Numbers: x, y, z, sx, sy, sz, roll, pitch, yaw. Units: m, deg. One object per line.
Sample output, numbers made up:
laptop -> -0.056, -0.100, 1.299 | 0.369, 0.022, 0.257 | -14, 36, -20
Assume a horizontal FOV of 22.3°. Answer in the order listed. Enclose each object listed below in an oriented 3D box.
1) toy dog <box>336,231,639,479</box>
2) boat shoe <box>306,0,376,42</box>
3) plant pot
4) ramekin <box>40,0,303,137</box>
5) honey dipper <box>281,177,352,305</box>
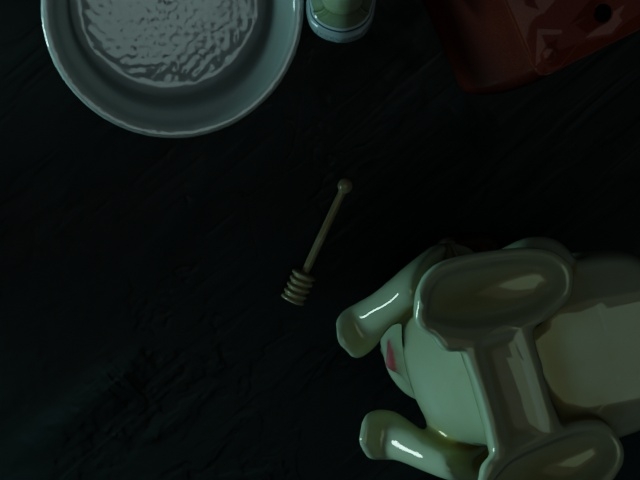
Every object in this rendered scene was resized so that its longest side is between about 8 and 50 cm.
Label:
toy dog -> 0.204, 0.100, 1.782 | 0.395, 0.408, 0.285 | -28, 99, -14
boat shoe -> 0.034, -0.360, 1.724 | 0.109, 0.094, 0.302 | 2, 70, -7
plant pot -> 0.251, -0.313, 1.765 | 0.267, 0.236, 0.267 | -27, 107, -1
ramekin -> -0.163, -0.259, 1.768 | 0.277, 0.135, 0.277 | -2, 105, -8
honey dipper -> 0.000, 0.000, 1.919 | 0.030, 0.030, 0.161 | 24, 96, -14
